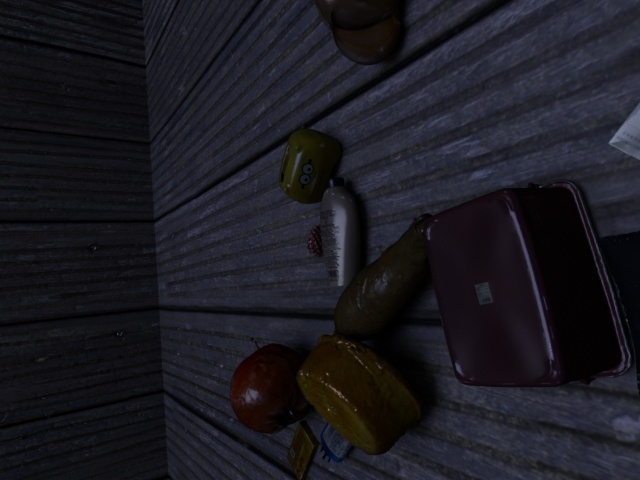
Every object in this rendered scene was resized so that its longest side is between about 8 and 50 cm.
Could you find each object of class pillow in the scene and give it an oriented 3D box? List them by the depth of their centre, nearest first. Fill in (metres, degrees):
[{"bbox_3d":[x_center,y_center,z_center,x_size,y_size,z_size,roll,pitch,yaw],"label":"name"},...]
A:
[{"bbox_3d":[0.420,0.081,0.478,0.141,0.055,0.209,-22,75,53],"label":"pillow"}]

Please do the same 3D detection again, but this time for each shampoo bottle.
[{"bbox_3d":[0.045,-0.023,0.984,0.127,0.078,0.257,-10,86,60],"label":"shampoo bottle"},{"bbox_3d":[0.046,0.479,1.028,0.087,0.050,0.183,49,129,39],"label":"shampoo bottle"}]

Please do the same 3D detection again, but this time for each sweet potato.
[{"bbox_3d":[0.130,0.085,0.815,0.131,0.130,0.423,65,145,29],"label":"sweet potato"}]

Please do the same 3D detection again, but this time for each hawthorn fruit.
[{"bbox_3d":[-0.141,0.380,1.151,0.272,0.241,0.242,53,132,43],"label":"hawthorn fruit"}]

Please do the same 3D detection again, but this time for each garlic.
[{"bbox_3d":[0.079,-0.484,0.861,0.160,0.190,0.214,-105,17,-61],"label":"garlic"}]

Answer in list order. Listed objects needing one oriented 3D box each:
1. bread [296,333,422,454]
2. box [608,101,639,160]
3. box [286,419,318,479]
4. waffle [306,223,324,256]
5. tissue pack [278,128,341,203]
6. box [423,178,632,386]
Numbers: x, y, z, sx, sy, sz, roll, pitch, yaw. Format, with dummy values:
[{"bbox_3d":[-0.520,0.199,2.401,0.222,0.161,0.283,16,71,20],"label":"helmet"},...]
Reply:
[{"bbox_3d":[0.071,0.303,0.844,0.268,0.145,0.269,34,147,25],"label":"bread"},{"bbox_3d":[0.409,-0.143,0.512,0.054,0.024,0.083,55,134,40],"label":"box"},{"bbox_3d":[-0.054,0.606,1.200,0.089,0.022,0.157,43,125,47],"label":"box"},{"bbox_3d":[0.000,0.000,1.052,0.029,0.075,0.084,-3,75,49],"label":"waffle"},{"bbox_3d":[-0.037,-0.188,1.054,0.123,0.127,0.178,48,128,45],"label":"tissue pack"},{"bbox_3d":[0.276,0.065,0.589,0.193,0.167,0.294,-24,72,51],"label":"box"}]
